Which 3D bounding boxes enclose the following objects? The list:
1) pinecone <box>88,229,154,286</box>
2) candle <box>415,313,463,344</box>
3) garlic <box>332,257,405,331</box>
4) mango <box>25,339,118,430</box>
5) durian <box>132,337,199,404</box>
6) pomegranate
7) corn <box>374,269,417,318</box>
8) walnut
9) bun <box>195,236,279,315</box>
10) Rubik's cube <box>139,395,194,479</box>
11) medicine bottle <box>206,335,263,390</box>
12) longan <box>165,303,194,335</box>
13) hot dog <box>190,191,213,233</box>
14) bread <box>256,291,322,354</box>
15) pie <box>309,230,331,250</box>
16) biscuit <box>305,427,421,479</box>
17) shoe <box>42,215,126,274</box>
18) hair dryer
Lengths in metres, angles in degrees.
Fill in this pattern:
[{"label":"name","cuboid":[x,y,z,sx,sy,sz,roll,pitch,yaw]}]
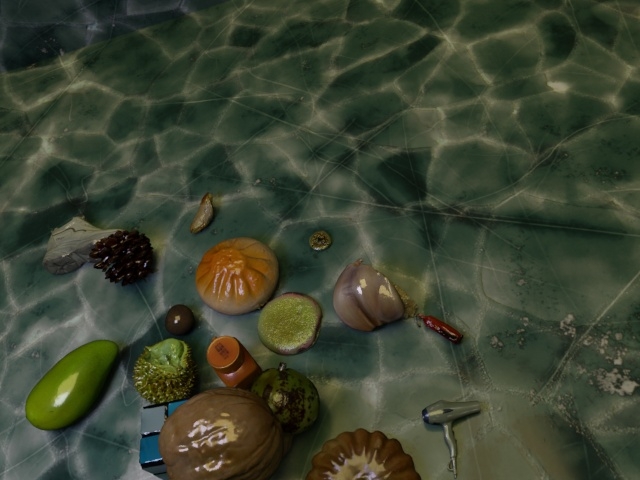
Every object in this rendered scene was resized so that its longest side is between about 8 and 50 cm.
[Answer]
[{"label":"pinecone","cuboid":[-0.700,0.066,2.090,0.221,0.221,0.222,-6,57,9]},{"label":"candle","cuboid":[0.365,0.272,1.805,0.162,0.048,0.053,30,34,28]},{"label":"garlic","cuboid":[0.130,0.177,1.824,0.217,0.110,0.228,-35,76,31]},{"label":"mango","cuboid":[-0.794,0.462,1.884,0.192,0.156,0.343,29,67,26]},{"label":"durian","cuboid":[-0.479,0.417,1.805,0.200,0.177,0.237,-8,15,-14]},{"label":"pomegranate","cuboid":[-0.129,0.501,1.667,0.221,0.204,0.277,-2,49,45]},{"label":"corn","cuboid":[0.215,0.170,1.875,0.210,0.087,0.087,35,71,30]},{"label":"walnut","cuboid":[-0.253,0.522,1.488,0.312,0.277,0.252,-28,42,7]},{"label":"bun","cuboid":[-0.290,0.107,1.989,0.298,0.165,0.299,-6,58,10]},{"label":"Rubik's cube","cuboid":[-0.416,0.581,1.703,0.167,0.180,0.184,-13,54,3]},{"label":"medicine bottle","cuboid":[-0.259,0.381,1.768,0.112,0.222,0.149,-38,56,-12]},{"label":"longan","cuboid":[-0.482,0.270,1.972,0.113,0.092,0.114,-11,61,20]},{"label":"hot dog","cuboid":[-0.441,-0.098,2.217,0.078,0.061,0.169,15,80,57]},{"label":"bread","cuboid":[-0.102,0.268,1.919,0.228,0.034,0.229,-6,55,9]},{"label":"pie","cuboid":[-0.001,0.001,2.073,0.084,0.021,0.084,-7,56,10]},{"label":"biscuit","cuboid":[0.112,0.669,1.573,0.325,0.107,0.326,-5,54,7]},{"label":"shoe","cuboid":[-0.902,-0.017,2.232,0.341,0.132,0.211,-17,58,6]},{"label":"hair dryer","cuboid":[0.395,0.533,1.625,0.167,0.067,0.199,-23,66,-8]}]
